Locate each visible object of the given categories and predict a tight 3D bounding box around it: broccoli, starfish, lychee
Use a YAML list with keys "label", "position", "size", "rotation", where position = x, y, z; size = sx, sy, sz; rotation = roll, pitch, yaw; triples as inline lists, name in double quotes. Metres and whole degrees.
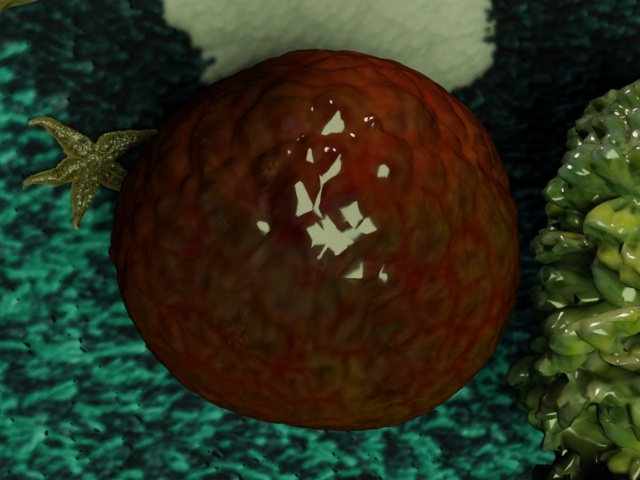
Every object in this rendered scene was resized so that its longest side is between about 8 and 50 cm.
- label: "broccoli"
  position: [0.232, 0.048, 0.978]
  size: [0.324, 0.272, 0.334]
  rotation: [9, 92, -32]
- label: "starfish"
  position: [-0.148, -0.053, 0.985]
  size: [0.086, 0.016, 0.092]
  rotation: [-46, 113, 1]
- label: "lychee"
  position: [0.000, 0.000, 0.939]
  size: [0.255, 0.300, 0.255]
  rotation: [2, 77, -9]

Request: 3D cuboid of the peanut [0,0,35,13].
- label: "peanut"
  position: [-0.202, -0.158, 0.894]
  size: [0.187, 0.082, 0.082]
  rotation: [-41, 116, 1]
